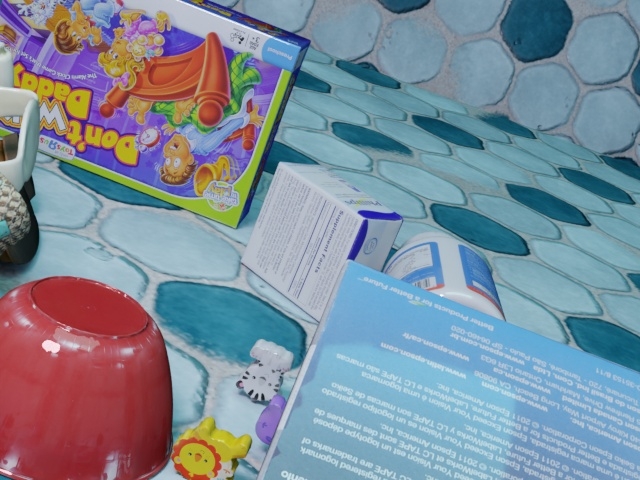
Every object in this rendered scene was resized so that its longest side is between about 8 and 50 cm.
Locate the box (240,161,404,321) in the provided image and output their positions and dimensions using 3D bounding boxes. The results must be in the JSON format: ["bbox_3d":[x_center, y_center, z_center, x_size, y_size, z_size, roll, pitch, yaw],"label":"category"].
[{"bbox_3d":[0.000,0.000,1.186,0.137,0.126,0.072,36,22,35],"label":"box"}]

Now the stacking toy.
[{"bbox_3d":[0.011,0.169,0.862,0.221,0.052,0.167,25,21,4],"label":"stacking toy"}]

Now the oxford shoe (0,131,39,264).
[{"bbox_3d":[-0.317,-0.033,1.066,0.076,0.076,0.212,-15,31,-9],"label":"oxford shoe"}]

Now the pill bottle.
[{"bbox_3d":[0.122,0.068,1.130,0.124,0.124,0.221,20,19,-4],"label":"pill bottle"}]

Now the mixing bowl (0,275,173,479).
[{"bbox_3d":[-0.182,0.088,0.802,0.182,0.098,0.181,18,18,-6],"label":"mixing bowl"}]

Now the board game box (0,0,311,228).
[{"bbox_3d":[-0.215,-0.189,1.309,0.347,0.233,0.078,21,19,2],"label":"board game box"}]

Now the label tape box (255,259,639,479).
[{"bbox_3d":[0.074,0.200,0.698,0.249,0.115,0.347,22,46,2],"label":"label tape box"}]

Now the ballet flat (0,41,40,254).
[{"bbox_3d":[-0.356,-0.112,1.027,0.182,0.164,0.483,-20,38,-14],"label":"ballet flat"}]
